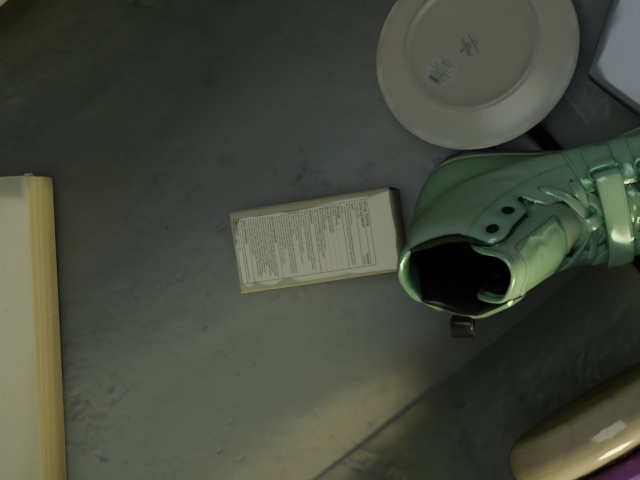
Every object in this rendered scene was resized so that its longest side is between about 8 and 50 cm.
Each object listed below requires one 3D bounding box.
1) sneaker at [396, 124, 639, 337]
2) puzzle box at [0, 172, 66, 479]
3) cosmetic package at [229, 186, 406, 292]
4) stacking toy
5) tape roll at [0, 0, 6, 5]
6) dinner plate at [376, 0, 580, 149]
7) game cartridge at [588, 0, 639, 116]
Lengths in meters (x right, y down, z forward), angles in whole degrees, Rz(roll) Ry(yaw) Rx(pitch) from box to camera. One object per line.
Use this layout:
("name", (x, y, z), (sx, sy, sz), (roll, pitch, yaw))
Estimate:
("sneaker", (0.172, -0.004, 1.004), (0.256, 0.151, 0.094), (-7, 116, 24))
("puzzle box", (-0.389, 0.094, 1.205), (0.409, 0.052, 0.272), (-2, 91, 13))
("cosmetic package", (0.000, 0.000, 1.119), (0.115, 0.041, 0.060), (-7, 89, 13))
("stacking toy", (0.258, 0.238, 1.017), (0.141, 0.141, 0.330), (-32, 86, 12))
("tape roll", (-0.353, -0.295, 1.072), (0.392, 0.072, 0.392), (16, 130, 20))
("dinner plate", (0.102, -0.129, 1.084), (0.141, 0.017, 0.141), (-6, 73, 22))
("game cartridge", (0.331, -0.126, 1.035), (0.294, 0.060, 0.196), (19, 92, 12))
